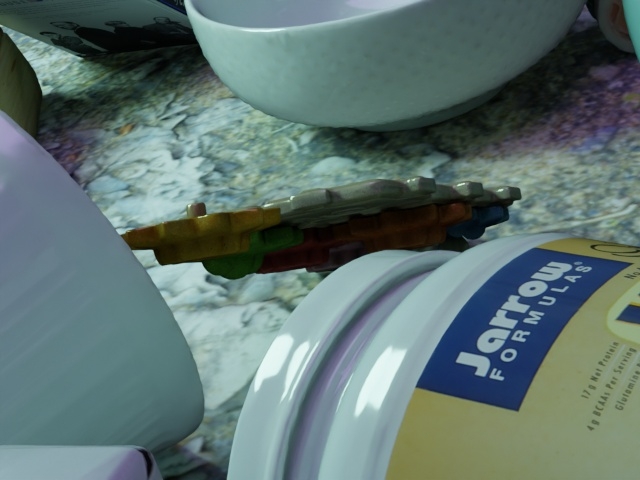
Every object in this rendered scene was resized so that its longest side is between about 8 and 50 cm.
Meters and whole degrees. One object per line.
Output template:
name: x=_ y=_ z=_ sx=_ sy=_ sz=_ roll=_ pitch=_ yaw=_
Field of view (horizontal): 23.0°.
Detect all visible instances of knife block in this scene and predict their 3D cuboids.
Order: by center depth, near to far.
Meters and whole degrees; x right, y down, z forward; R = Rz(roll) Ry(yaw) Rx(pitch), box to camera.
knife block: x=-0.307 y=-0.081 z=1.396 sx=0.088 sy=0.242 sz=0.276 roll=-15 pitch=-17 yaw=2

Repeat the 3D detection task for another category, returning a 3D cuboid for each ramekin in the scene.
ramekin: x=-0.209 y=0.048 z=0.895 sx=0.135 sy=0.277 sz=0.277 roll=-41 pitch=36 yaw=-24

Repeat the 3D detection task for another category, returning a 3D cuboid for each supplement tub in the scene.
supplement tub: x=0.140 y=0.118 z=0.611 sx=0.316 sy=0.228 sz=0.228 roll=10 pitch=38 yaw=40

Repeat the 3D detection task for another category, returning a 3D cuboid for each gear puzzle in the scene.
gear puzzle: x=0.000 y=0.000 z=0.943 sx=0.175 sy=0.044 sz=0.339 roll=-11 pitch=-5 yaw=24

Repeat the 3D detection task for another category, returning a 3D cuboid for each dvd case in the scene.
dvd case: x=-0.214 y=-0.217 z=1.479 sx=0.179 sy=0.030 sz=0.238 roll=-3 pitch=-8 yaw=23

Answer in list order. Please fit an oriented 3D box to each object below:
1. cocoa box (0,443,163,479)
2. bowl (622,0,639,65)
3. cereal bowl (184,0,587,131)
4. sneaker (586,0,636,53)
cocoa box: x=-0.128 y=0.250 z=0.392 sx=0.228 sy=0.347 sz=0.231 roll=-3 pitch=32 yaw=26
bowl: x=0.317 y=-0.084 z=0.856 sx=0.311 sy=0.311 sz=0.163 roll=-5 pitch=48 yaw=22
cereal bowl: x=0.066 y=-0.188 z=1.298 sx=0.339 sy=0.141 sz=0.339 roll=-13 pitch=28 yaw=7
sneaker: x=0.360 y=-0.248 z=1.281 sx=0.302 sy=0.108 sz=0.121 roll=-15 pitch=32 yaw=6
